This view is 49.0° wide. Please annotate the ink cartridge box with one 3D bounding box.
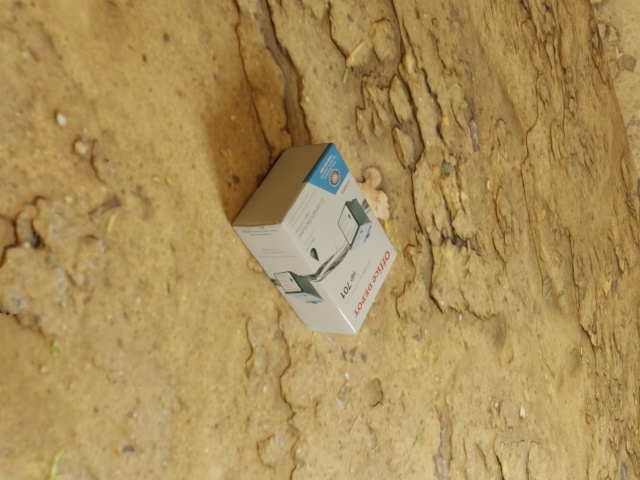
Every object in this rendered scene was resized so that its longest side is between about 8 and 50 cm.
[{"bbox_3d":[0.000,0.000,0.842,0.190,0.082,0.139,56,49,-33],"label":"ink cartridge box"}]
